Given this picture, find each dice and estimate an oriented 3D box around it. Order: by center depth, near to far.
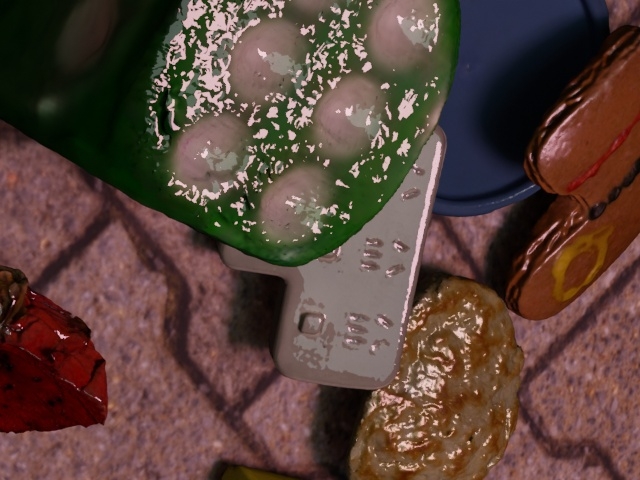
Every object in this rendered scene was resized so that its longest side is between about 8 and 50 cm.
[{"bbox_3d":[-0.084,-0.165,1.471,0.287,0.300,0.297,33,87,-38],"label":"dice"}]

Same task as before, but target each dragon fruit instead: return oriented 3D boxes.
[{"bbox_3d":[-0.268,0.081,1.595,0.192,0.122,0.092,48,39,-31],"label":"dragon fruit"}]

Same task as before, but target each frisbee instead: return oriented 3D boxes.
[{"bbox_3d":[0.155,-0.162,1.777,0.290,0.049,0.289,-12,117,-24],"label":"frisbee"}]

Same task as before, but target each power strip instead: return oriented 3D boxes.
[{"bbox_3d":[0.000,0.000,1.693,0.194,0.059,0.265,9,101,-12],"label":"power strip"}]

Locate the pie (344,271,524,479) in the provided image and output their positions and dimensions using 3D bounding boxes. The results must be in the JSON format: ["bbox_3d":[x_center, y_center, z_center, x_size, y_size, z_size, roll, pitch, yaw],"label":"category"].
[{"bbox_3d":[0.115,0.154,1.840,0.201,0.090,0.248,16,96,-37],"label":"pie"}]

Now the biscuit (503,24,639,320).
[{"bbox_3d":[0.274,-0.057,1.837,0.262,0.052,0.277,-44,145,-15],"label":"biscuit"}]

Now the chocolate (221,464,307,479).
[{"bbox_3d":[-0.010,0.401,1.815,0.289,0.137,0.300,20,96,-36],"label":"chocolate"}]
